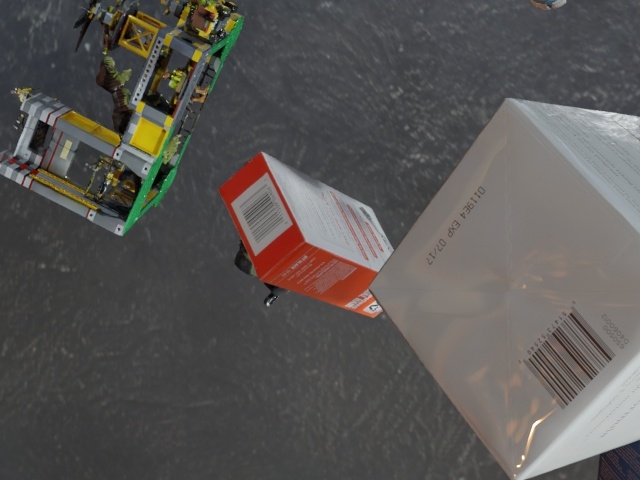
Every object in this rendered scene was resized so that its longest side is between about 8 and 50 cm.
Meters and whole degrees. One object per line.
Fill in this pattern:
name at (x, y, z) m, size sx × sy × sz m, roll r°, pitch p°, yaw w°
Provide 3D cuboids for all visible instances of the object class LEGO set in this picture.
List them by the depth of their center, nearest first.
LEGO set at (-0.248, -0.178, 1.150) m, size 0.192 × 0.255 × 0.331 m, roll 27°, pitch 120°, yaw -2°

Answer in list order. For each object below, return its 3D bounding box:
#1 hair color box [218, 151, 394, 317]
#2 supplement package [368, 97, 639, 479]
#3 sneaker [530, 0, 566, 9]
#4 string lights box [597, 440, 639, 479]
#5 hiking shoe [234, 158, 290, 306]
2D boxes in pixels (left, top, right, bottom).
hair color box at (0.000, 0.000, 0.784) m, size 0.053 × 0.093 × 0.167 m, roll -40°, pitch 147°, yaw 20°
supplement package at (0.176, 0.021, 0.538) m, size 0.244 × 0.134 × 0.139 m, roll -2°, pitch 136°, yaw -44°
sneaker at (0.282, -0.346, 1.052) m, size 0.083 × 0.071 × 0.190 m, roll 7°, pitch 117°, yaw -57°
string lights box at (0.384, 0.278, 1.104) m, size 0.077 × 0.133 × 0.259 m, roll -7°, pitch 115°, yaw -13°
hiking shoe at (-0.069, -0.005, 1.321) m, size 0.114 × 0.086 × 0.227 m, roll -39°, pitch 130°, yaw -19°
